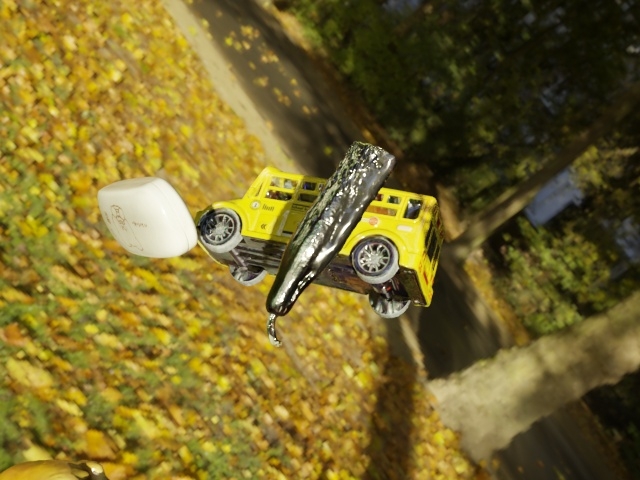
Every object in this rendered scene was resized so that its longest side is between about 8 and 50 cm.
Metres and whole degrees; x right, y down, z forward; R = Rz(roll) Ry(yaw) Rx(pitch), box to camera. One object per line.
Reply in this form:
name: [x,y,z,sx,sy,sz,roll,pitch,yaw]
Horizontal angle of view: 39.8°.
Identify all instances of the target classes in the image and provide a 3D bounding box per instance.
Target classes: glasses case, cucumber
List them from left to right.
glasses case: [-0.173,-0.023,0.865,0.193,0.049,0.074,6,-55,61]
cucumber: [0.000,0.000,0.647,0.043,0.163,0.039,34,-3,22]

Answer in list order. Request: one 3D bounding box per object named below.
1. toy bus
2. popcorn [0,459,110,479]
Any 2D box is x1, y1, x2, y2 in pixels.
toy bus: [-0.004,-0.006,1.221,0.331,0.151,0.145,11,-21,20]
popcorn: [-0.213,0.345,0.621,0.349,0.349,0.381,45,-18,-33]
